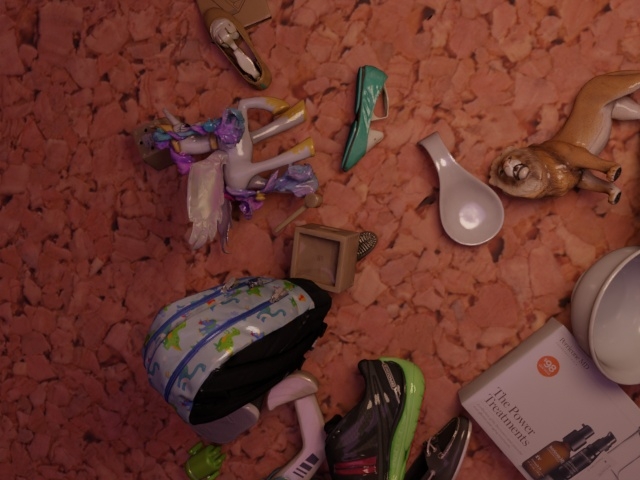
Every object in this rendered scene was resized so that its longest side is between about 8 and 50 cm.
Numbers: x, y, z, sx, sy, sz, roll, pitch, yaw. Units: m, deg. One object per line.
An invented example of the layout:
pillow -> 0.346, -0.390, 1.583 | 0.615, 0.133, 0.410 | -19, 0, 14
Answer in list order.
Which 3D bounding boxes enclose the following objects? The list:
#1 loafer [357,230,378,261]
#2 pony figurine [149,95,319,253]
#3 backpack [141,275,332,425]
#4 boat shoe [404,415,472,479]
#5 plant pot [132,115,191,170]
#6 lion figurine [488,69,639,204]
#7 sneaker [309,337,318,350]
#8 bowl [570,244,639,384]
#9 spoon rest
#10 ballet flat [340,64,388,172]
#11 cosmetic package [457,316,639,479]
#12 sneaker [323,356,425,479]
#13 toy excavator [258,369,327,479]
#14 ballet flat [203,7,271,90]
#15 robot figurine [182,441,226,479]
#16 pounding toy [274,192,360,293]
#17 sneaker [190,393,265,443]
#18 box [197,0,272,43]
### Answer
loafer -> 0.074, 0.028, 1.191 | 0.148, 0.050, 0.056 | -35, 82, 15
pony figurine -> -0.191, -0.159, 1.142 | 0.363, 0.303, 0.351 | -10, 84, -3
backpack -> -0.178, 0.217, 1.017 | 0.273, 0.355, 0.290 | 36, 121, 7
boat shoe -> 0.242, 0.546, 1.165 | 0.095, 0.112, 0.335 | 24, 102, 4
plant pot -> -0.401, -0.246, 1.242 | 0.109, 0.096, 0.109 | -22, 90, 11
lion figurine -> 0.553, -0.227, 1.043 | 0.392, 0.142, 0.240 | -49, 46, -4
sneaker -> -0.090, 0.184, 1.231 | 0.211, 0.080, 0.081 | 32, 78, 6
bowl -> 0.619, 0.132, 1.025 | 0.297, 0.134, 0.298 | -5, 105, -19
spoon rest -> 0.305, -0.117, 1.121 | 0.137, 0.084, 0.276 | -30, 87, 12
ballet flat -> 0.110, -0.274, 1.152 | 0.087, 0.083, 0.248 | 10, 98, -4
cosmetic package -> 0.541, 0.407, 1.107 | 0.284, 0.097, 0.377 | -42, 85, 8
sneaker -> 0.093, 0.497, 1.134 | 0.202, 0.185, 0.483 | 15, 72, 16
toy excavator -> -0.061, 0.603, 1.203 | 0.433, 0.222, 0.445 | 44, 87, 6
ballet flat -> -0.199, -0.461, 1.184 | 0.080, 0.073, 0.232 | -39, 94, 14
robot figurine -> -0.302, 0.576, 1.294 | 0.115, 0.067, 0.101 | -34, 86, 12
pounding toy -> -0.008, -0.007, 1.137 | 0.181, 0.094, 0.206 | 12, 103, 25
sneaker -> -0.218, 0.408, 1.258 | 0.104, 0.147, 0.295 | 39, 132, -13
box -> -0.225, -0.608, 1.221 | 0.164, 0.021, 0.201 | -19, 90, 12
